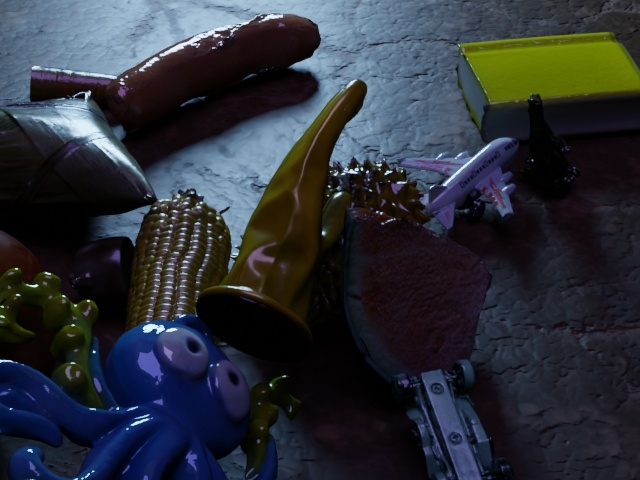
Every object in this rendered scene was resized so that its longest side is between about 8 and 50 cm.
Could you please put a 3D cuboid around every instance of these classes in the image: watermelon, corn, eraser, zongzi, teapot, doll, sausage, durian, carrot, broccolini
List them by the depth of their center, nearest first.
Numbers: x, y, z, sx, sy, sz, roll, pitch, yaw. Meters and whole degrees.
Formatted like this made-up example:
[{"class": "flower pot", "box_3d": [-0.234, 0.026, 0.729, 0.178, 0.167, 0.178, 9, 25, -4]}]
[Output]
[{"class": "doll", "box_3d": [-0.139, 0.162, 1.372, 0.346, 0.099, 0.341, 35, 28, -18]}, {"class": "watermelon", "box_3d": [0.075, 0.070, 1.585, 0.231, 0.146, 0.128, 27, -15, -30]}, {"class": "corn", "box_3d": [-0.146, 0.071, 1.627, 0.106, 0.106, 0.305, 1, 41, -1]}, {"class": "teapot", "box_3d": [-0.231, 0.035, 1.700, 0.068, 0.076, 0.121, -7, 9, 9]}, {"class": "durian", "box_3d": [0.005, -0.006, 1.716, 0.183, 0.138, 0.250, 28, 49, 18]}, {"class": "zongzi", "box_3d": [-0.329, -0.065, 1.755, 0.251, 0.125, 0.274, -14, 27, -18]}, {"class": "broccolini", "box_3d": [0.263, -0.120, 1.831, 0.074, 0.201, 0.058, 36, 73, 21]}, {"class": "carrot", "box_3d": [-0.298, -0.193, 2.020, 0.139, 0.048, 0.048, 5, 37, 2]}, {"class": "eraser", "box_3d": [0.292, -0.195, 2.024, 0.226, 0.069, 0.158, -5, 36, -9]}, {"class": "sausage", "box_3d": [-0.138, -0.224, 2.039, 0.326, 0.079, 0.087, -27, 60, -33]}]

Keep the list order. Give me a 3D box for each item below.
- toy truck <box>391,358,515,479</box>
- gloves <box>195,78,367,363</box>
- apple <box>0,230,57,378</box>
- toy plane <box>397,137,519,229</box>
[{"class": "toy truck", "box_3d": [0.121, 0.192, 1.509, 0.080, 0.078, 0.154, -11, 55, -15]}, {"class": "gloves", "box_3d": [-0.012, -0.037, 1.558, 0.116, 0.133, 0.294, 31, 62, -14]}, {"class": "apple", "box_3d": [-0.357, 0.093, 1.482, 0.230, 0.230, 0.230, 1, 37, -1]}, {"class": "toy plane", "box_3d": [0.174, -0.069, 1.854, 0.162, 0.065, 0.171, 30, 43, 33]}]
